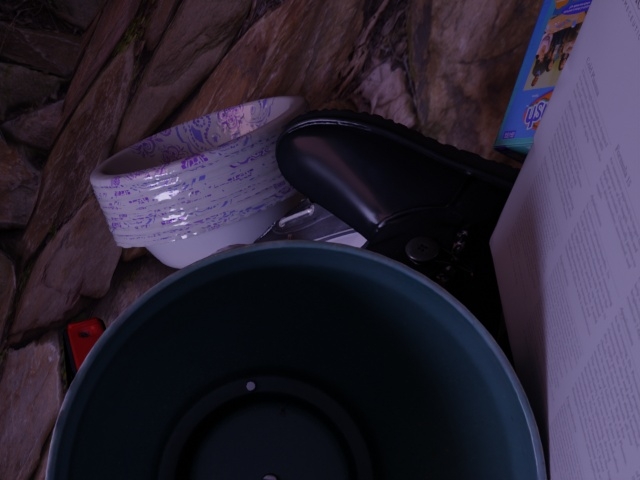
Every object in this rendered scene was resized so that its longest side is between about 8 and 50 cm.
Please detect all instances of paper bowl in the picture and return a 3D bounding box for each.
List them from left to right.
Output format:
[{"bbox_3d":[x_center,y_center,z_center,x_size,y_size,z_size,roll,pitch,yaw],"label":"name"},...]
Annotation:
[{"bbox_3d":[-0.128,-0.066,1.241,0.284,0.148,0.284,-17,16,5],"label":"paper bowl"}]

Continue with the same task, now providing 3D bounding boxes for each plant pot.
[{"bbox_3d":[-0.024,0.163,0.667,0.196,0.293,0.293,125,161,-74],"label":"plant pot"}]

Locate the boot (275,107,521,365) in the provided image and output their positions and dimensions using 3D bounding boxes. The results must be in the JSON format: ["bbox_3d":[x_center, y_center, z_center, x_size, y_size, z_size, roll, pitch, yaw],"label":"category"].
[{"bbox_3d":[0.042,0.001,0.808,0.094,0.246,0.207,92,-159,-46],"label":"boot"}]

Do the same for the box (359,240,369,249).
[{"bbox_3d":[0.052,0.101,0.902,0.158,0.093,0.156,-45,33,36],"label":"box"}]

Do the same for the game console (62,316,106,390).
[{"bbox_3d":[-0.275,0.309,1.283,0.386,0.060,0.342,-137,43,-64],"label":"game console"}]

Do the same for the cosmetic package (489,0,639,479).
[{"bbox_3d":[0.200,0.045,0.542,0.284,0.097,0.377,101,170,-47],"label":"cosmetic package"}]

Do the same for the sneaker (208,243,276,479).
[{"bbox_3d":[-0.068,0.196,0.973,0.210,0.137,0.365,25,107,62],"label":"sneaker"}]

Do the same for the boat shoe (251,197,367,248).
[{"bbox_3d":[0.000,0.000,1.077,0.301,0.108,0.102,-17,54,55],"label":"boat shoe"}]

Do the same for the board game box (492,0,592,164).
[{"bbox_3d":[0.236,-0.166,0.821,0.160,0.047,0.210,7,75,63],"label":"board game box"}]
